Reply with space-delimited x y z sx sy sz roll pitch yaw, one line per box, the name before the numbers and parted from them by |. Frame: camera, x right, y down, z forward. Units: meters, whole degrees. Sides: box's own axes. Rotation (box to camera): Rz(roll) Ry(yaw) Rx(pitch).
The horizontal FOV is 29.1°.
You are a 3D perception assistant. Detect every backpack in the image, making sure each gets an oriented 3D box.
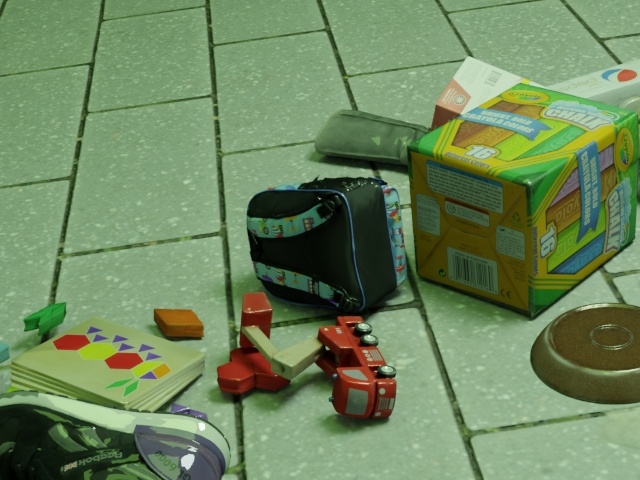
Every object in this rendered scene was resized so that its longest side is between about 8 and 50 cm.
backpack | 0.000 0.000 1.454 0.173 0.158 0.117 3 20 41

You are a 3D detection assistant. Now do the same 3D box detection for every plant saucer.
plant saucer | 0.306 0.111 1.301 0.168 0.029 0.168 -6 28 3

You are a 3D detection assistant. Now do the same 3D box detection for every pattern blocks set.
pattern blocks set | -0.227 0.140 1.342 0.324 0.026 0.285 20 29 38

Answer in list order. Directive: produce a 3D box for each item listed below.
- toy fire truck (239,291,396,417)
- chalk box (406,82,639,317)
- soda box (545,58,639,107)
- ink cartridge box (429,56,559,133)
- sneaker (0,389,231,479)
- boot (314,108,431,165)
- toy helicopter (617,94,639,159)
toy fire truck | -0.007 0.120 1.304 0.135 0.047 0.192 0 27 -16
chalk box | 0.264 -0.069 1.479 0.180 0.179 0.289 20 39 39
soda box | 0.407 -0.202 1.802 0.216 0.069 0.074 -17 30 -19
ink cartridge box | 0.264 -0.162 1.685 0.198 0.067 0.115 25 53 15
sneaker | -0.235 0.221 1.153 0.283 0.107 0.124 1 36 14
boot | 0.123 -0.160 1.803 0.208 0.076 0.189 9 30 39
toy helicopter | 0.512 -0.158 1.679 0.355 0.140 0.235 -15 19 -36
